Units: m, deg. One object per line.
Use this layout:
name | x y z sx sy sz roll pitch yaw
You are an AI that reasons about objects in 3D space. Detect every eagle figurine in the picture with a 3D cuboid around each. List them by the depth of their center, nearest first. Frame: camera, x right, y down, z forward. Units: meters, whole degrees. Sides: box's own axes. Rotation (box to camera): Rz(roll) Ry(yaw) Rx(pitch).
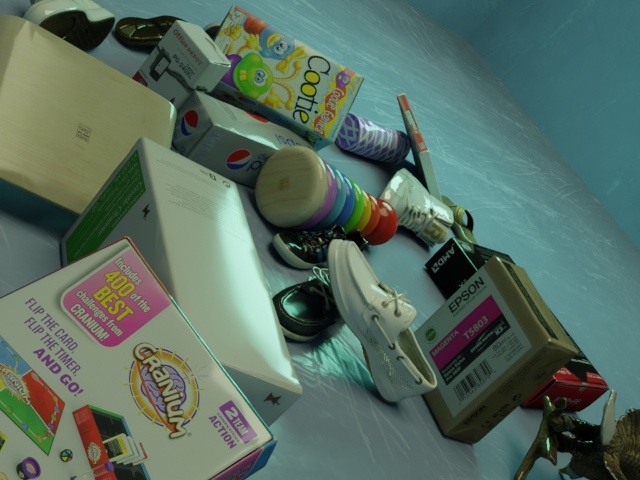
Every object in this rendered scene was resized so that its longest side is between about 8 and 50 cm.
eagle figurine | 0.478 0.378 1.701 0.298 0.226 0.225 35 3 -4

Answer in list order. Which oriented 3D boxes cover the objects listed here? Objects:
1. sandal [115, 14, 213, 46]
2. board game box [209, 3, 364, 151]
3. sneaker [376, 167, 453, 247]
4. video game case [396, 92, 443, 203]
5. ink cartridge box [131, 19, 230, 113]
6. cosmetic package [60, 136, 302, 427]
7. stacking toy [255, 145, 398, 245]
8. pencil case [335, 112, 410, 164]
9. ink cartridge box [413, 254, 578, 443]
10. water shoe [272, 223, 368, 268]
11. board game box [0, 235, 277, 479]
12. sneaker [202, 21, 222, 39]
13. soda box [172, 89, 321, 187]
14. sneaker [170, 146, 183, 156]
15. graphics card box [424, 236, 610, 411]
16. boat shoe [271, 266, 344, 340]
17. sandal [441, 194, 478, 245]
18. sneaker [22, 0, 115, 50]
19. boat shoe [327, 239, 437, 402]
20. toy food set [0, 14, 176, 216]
sandal | -0.299 -0.380 1.971 0.219 0.060 0.090 -15 53 -47
board game box | -0.083 -0.297 1.931 0.275 0.142 0.144 28 -9 -12
sneaker | 0.195 -0.056 2.119 0.169 0.108 0.292 40 21 4
video game case | 0.232 -0.189 2.383 0.285 0.025 0.204 -102 174 -55
ink cartridge box | -0.240 -0.281 1.753 0.109 0.150 0.063 51 24 20
cosmetic package | -0.170 0.078 1.167 0.155 0.197 0.365 27 25 -33
stacking toy | 0.029 -0.059 1.852 0.330 0.141 0.141 22 29 -55
pencil case | 0.118 -0.230 2.330 0.206 0.086 0.088 12 44 -51
ink cartridge box | 0.260 0.173 1.641 0.088 0.235 0.193 23 29 -41
water shoe | 0.000 0.000 1.731 0.203 0.080 0.073 7 40 -54
board game box | -0.233 0.163 0.857 0.316 0.064 0.242 -28 68 -29
sneaker | -0.135 -0.329 2.074 0.268 0.101 0.153 40 20 -12
soda box | -0.124 -0.159 1.801 0.286 0.091 0.098 18 32 -45
sneaker | -0.216 -0.081 1.525 0.217 0.079 0.121 49 23 17
graphics card box | 0.385 0.167 2.045 0.233 0.094 0.371 14 37 -49
boat shoe | 0.007 0.092 1.578 0.095 0.079 0.254 54 26 18
sandal | 0.328 -0.044 2.387 0.072 0.049 0.180 22 30 -41
sneaker | -0.435 -0.360 1.660 0.123 0.106 0.290 37 12 -2
boat shoe | 0.097 0.111 1.525 0.277 0.096 0.098 64 28 -22
toy food set | -0.331 -0.127 1.348 0.306 0.092 0.220 28 58 -36
